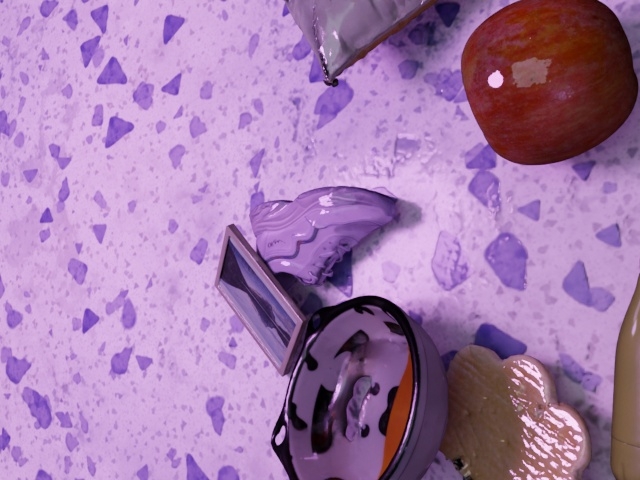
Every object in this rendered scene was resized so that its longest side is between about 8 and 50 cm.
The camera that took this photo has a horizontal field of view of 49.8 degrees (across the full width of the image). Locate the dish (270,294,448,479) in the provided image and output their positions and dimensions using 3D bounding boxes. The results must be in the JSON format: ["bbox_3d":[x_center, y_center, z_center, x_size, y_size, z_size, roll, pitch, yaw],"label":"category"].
[{"bbox_3d":[0.069,0.215,0.885,0.303,0.120,0.303,-38,40,42],"label":"dish"}]

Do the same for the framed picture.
[{"bbox_3d":[-0.096,0.092,1.052,0.203,0.015,0.150,50,143,26],"label":"framed picture"}]

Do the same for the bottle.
[{"bbox_3d":[0.370,0.132,0.727,0.112,0.112,0.260,2,86,34],"label":"bottle"}]

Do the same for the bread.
[{"bbox_3d":[0.229,0.239,0.831,0.182,0.039,0.250,-47,50,19],"label":"bread"}]

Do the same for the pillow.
[{"bbox_3d":[0.063,-0.405,0.955,0.310,0.119,0.312,-37,64,10],"label":"pillow"}]

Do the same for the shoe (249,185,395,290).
[{"bbox_3d":[0.000,0.000,1.000,0.245,0.095,0.137,-10,84,36],"label":"shoe"}]

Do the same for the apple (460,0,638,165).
[{"bbox_3d":[0.259,-0.183,0.784,0.174,0.188,0.188,-17,76,23],"label":"apple"}]
